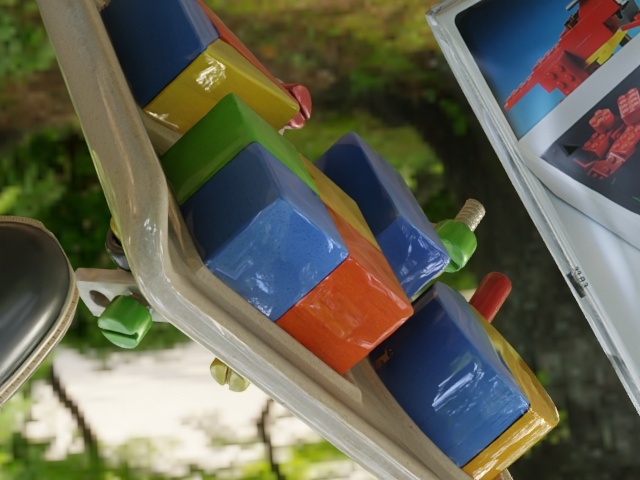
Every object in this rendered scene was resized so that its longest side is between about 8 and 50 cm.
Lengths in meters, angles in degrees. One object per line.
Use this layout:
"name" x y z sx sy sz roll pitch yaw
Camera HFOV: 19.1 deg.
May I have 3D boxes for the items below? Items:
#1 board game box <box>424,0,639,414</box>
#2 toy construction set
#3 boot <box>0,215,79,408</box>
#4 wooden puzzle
"board game box" 0.207 -0.054 0.527 0.305 0.193 0.053 -28 -178 21
"toy construction set" -0.038 0.042 1.446 0.309 0.237 0.257 21 138 17
"boot" -0.150 0.027 0.559 0.198 0.077 0.137 -29 167 -28
"wooden puzzle" 0.000 0.000 0.937 0.080 0.322 0.348 -39 126 8
